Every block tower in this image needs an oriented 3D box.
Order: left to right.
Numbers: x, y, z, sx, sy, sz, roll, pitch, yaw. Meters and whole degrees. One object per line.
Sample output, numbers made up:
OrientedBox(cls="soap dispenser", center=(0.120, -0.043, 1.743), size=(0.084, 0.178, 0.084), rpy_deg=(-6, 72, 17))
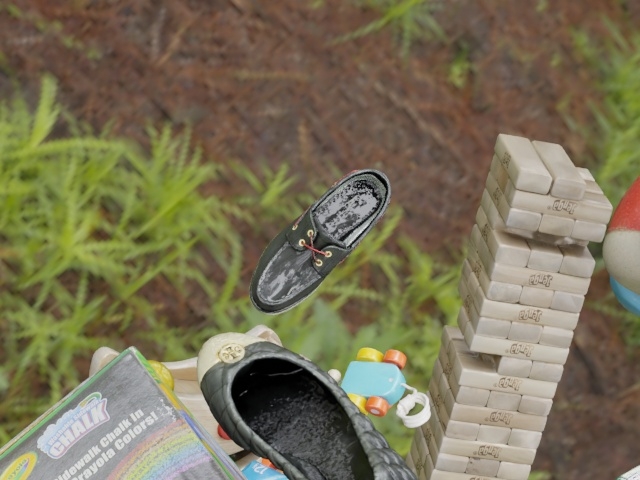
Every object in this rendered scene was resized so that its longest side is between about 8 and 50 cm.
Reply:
OrientedBox(cls="block tower", center=(0.163, 0.084, 1.545), size=(0.091, 0.335, 0.097), rpy_deg=(10, 23, -11))

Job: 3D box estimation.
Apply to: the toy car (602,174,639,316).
OrientedBox(cls="toy car", center=(0.330, -0.050, 1.245), size=(0.210, 0.219, 0.238), rpy_deg=(18, 83, 6))

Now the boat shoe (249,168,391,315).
OrientedBox(cls="boat shoe", center=(-0.001, -0.001, 1.255), size=(0.049, 0.042, 0.133), rpy_deg=(45, 80, 3))

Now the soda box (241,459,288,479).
OrientedBox(cls="soda box", center=(-0.041, 0.283, 1.392), size=(0.071, 0.210, 0.067), rpy_deg=(21, 40, 32))

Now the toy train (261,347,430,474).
OrientedBox(cls="toy train", center=(0.015, 0.163, 1.474), size=(0.046, 0.166, 0.125), rpy_deg=(57, 6, -45))

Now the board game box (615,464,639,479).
OrientedBox(cls="board game box", center=(0.455, 0.351, 1.838), size=(0.317, 0.046, 0.213), rpy_deg=(46, 31, 20))

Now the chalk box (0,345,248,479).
OrientedBox(cls="chalk box", center=(-0.104, 0.165, 1.003), size=(0.132, 0.132, 0.213), rpy_deg=(54, -5, -38))

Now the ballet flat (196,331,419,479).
OrientedBox(cls="ballet flat", center=(-0.006, 0.084, 0.820), size=(0.057, 0.173, 0.049), rpy_deg=(-36, 131, -15))

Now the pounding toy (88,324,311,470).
OrientedBox(cls="pounding toy", center=(-0.068, 0.168, 1.569), size=(0.269, 0.154, 0.155), rpy_deg=(17, 12, -43))
